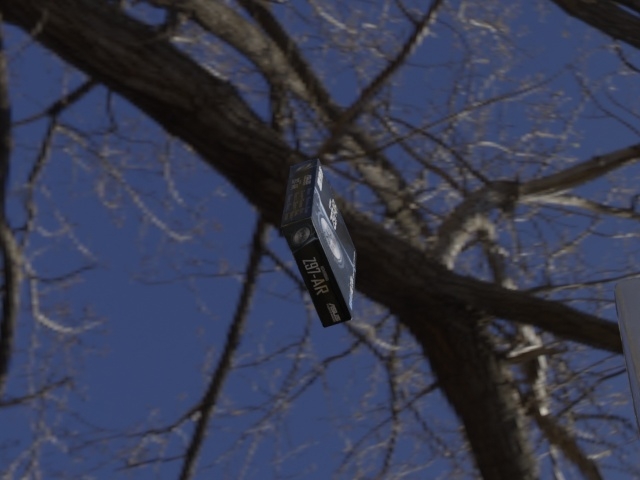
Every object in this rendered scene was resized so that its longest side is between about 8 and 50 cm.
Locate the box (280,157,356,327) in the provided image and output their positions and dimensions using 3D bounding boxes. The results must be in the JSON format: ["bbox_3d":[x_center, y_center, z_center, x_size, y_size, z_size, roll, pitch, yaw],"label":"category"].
[{"bbox_3d":[0.000,0.000,0.789,0.018,0.083,0.067,-17,-67,11],"label":"box"}]

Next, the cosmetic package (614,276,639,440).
[{"bbox_3d":[0.228,0.052,0.490,0.231,0.117,0.085,-11,-62,10],"label":"cosmetic package"}]
